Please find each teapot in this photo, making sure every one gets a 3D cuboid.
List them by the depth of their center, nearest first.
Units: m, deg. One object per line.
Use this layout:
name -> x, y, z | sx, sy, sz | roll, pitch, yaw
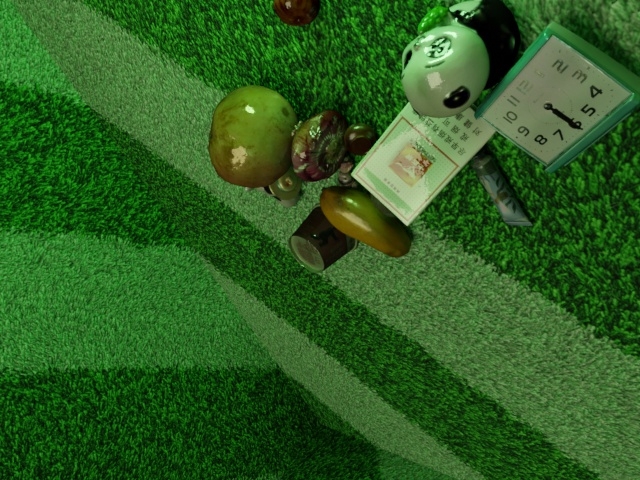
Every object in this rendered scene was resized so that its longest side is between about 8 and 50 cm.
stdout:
teapot -> 0.121, -0.309, 1.692 | 0.098, 0.078, 0.129 | -13, 144, 12

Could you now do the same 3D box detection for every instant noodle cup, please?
instant noodle cup -> 0.000, 0.000, 2.121 | 0.234, 0.178, 0.235 | 33, 147, 25

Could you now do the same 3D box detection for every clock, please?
clock -> 0.489, -0.296, 1.157 | 0.231, 0.116, 0.262 | 36, 149, 1

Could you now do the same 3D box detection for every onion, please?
onion -> -0.019, -0.297, 1.724 | 0.163, 0.230, 0.230 | 24, 145, 24

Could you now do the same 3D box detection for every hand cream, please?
hand cream -> 0.476, -0.135, 1.480 | 0.256, 0.055, 0.088 | 51, 155, -23

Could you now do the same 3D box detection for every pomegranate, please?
pomegranate -> -0.206, -0.338, 1.853 | 0.338, 0.338, 0.338 | 32, 148, 23

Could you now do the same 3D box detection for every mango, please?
mango -> 0.151, -0.069, 1.883 | 0.359, 0.144, 0.187 | 33, 166, 9

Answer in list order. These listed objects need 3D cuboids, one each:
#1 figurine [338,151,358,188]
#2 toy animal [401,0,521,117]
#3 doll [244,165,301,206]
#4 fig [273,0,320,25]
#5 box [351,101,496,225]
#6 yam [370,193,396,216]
figurine -> 0.089, -0.234, 1.848 | 0.072, 0.054, 0.129 | 11, 131, 24
toy animal -> 0.282, -0.391, 1.184 | 0.212, 0.266, 0.213 | 36, 150, 26
doll -> -0.198, -0.220, 2.137 | 0.271, 0.144, 0.208 | 27, 156, 22
fig -> -0.062, -0.636, 1.480 | 0.128, 0.151, 0.129 | 3, 139, 3
box -> 0.259, -0.227, 1.424 | 0.210, 0.095, 0.330 | 42, 116, 5
yam -> 0.226, -0.186, 1.638 | 0.154, 0.154, 0.254 | 39, 154, 12
